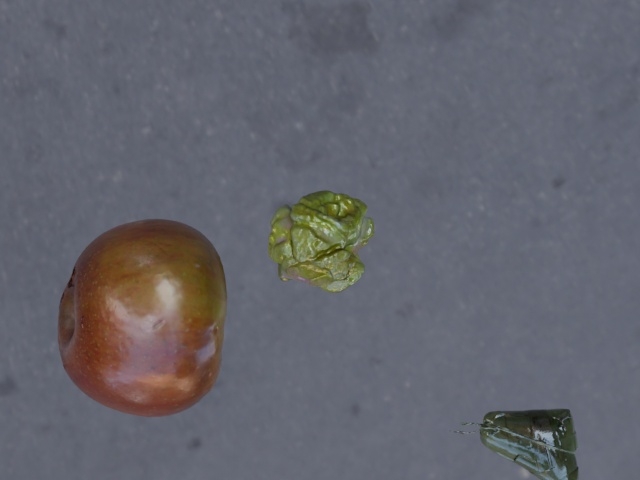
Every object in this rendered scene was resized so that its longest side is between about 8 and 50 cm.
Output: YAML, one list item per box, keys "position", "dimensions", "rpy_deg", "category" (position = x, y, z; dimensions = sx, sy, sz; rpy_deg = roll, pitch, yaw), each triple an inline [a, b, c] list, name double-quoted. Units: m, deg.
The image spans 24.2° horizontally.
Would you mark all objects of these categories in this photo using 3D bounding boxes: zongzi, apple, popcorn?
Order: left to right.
- position: [-0.192, 0.082, 1.602]
  dimensions: [0.173, 0.210, 0.235]
  rpy_deg: [2, 135, -12]
  category: "apple"
- position: [0.000, 0.000, 1.869]
  dimensions: [0.125, 0.145, 0.126]
  rpy_deg: [3, 96, 12]
  category: "popcorn"
- position: [0.237, 0.271, 1.819]
  dimensions: [0.154, 0.130, 0.062]
  rpy_deg: [-1, 168, -1]
  category: "zongzi"
